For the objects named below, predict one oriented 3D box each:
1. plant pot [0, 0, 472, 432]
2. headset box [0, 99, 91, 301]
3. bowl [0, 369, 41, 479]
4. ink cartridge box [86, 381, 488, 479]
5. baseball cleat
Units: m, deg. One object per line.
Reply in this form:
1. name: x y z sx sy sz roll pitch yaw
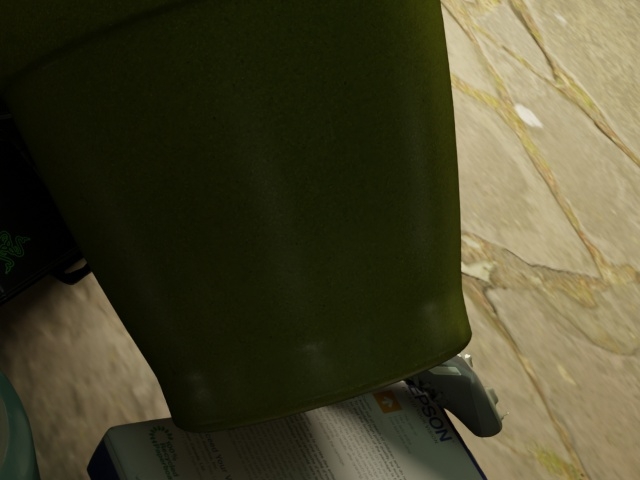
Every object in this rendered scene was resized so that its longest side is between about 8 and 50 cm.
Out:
1. plant pot: -0.046 -0.053 0.938 0.367 0.366 0.352 -16 91 -41
2. headset box: -0.287 -0.081 1.044 0.283 0.131 0.246 56 41 -4
3. bowl: -0.314 0.160 0.812 0.312 0.163 0.311 17 41 -15
4. ink cartridge box: 0.022 0.272 0.978 0.330 0.071 0.324 -3 50 -38
5. baseball cleat: 0.069 0.108 1.093 0.109 0.072 0.206 -34 78 -17
